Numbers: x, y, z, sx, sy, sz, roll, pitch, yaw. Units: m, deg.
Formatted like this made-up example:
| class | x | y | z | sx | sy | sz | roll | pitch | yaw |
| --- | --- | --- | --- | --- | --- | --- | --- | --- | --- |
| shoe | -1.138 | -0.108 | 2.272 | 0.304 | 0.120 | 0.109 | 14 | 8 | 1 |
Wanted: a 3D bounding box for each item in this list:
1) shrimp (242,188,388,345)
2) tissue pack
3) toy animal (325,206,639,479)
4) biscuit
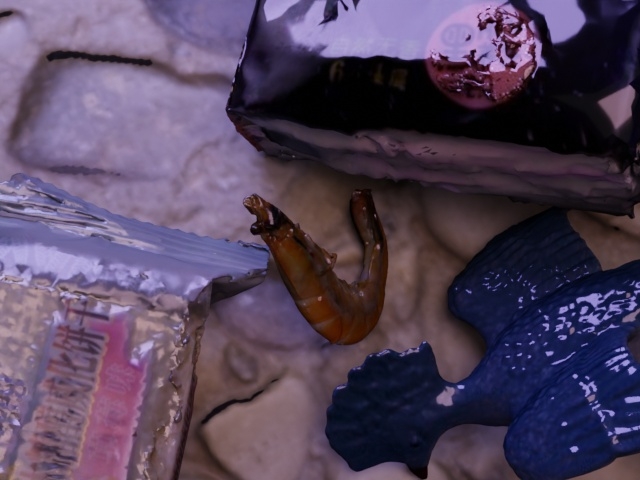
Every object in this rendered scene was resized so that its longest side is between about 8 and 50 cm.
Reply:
| class | x | y | z | sx | sy | sz | roll | pitch | yaw |
| --- | --- | --- | --- | --- | --- | --- | --- | --- | --- |
| shrimp | 0.000 | 0.000 | 1.082 | 0.127 | 0.025 | 0.091 | 45 | 53 | -41 |
| tissue pack | 0.095 | -0.190 | 1.116 | 0.245 | 0.123 | 0.332 | 9 | 70 | 18 |
| toy animal | 0.136 | 0.058 | 1.058 | 0.176 | 0.239 | 0.255 | 28 | 111 | -31 |
| biscuit | -0.146 | 0.118 | 1.013 | 0.186 | 0.079 | 0.309 | 14 | 71 | -4 |
